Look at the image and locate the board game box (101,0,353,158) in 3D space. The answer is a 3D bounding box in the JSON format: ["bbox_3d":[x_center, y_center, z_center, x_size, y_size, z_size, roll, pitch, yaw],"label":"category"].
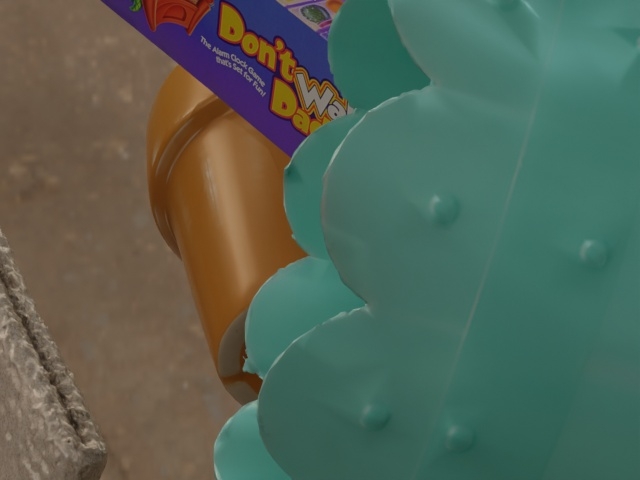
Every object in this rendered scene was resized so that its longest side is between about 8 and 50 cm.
[{"bbox_3d":[0.085,-0.157,0.933,0.233,0.078,0.347,40,50,21],"label":"board game box"}]

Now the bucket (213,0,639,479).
[{"bbox_3d":[0.081,0.003,0.595,0.183,0.281,0.281,17,46,-4],"label":"bucket"}]

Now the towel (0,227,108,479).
[{"bbox_3d":[-0.245,0.112,1.317,0.049,0.187,0.282,1,42,-38],"label":"towel"}]

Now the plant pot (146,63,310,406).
[{"bbox_3d":[0.000,0.000,1.100,0.205,0.205,0.188,0,45,-6],"label":"plant pot"}]
